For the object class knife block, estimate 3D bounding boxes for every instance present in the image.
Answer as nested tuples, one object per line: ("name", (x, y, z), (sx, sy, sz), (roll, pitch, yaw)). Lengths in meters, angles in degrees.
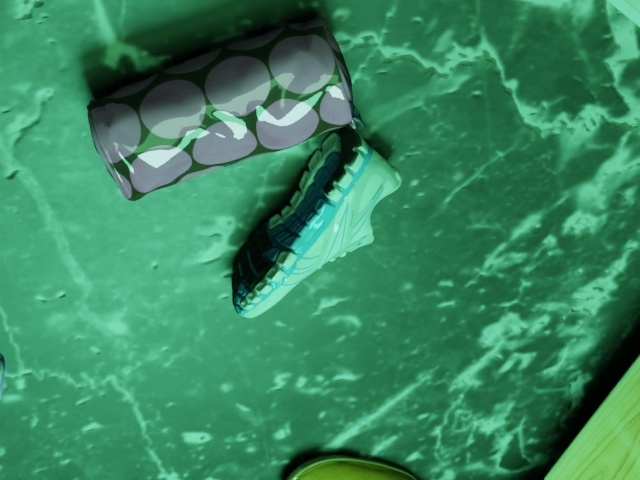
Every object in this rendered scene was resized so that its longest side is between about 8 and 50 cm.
("knife block", (0.270, 0.207, 1.567), (0.242, 0.088, 0.276), (-8, 98, 21))

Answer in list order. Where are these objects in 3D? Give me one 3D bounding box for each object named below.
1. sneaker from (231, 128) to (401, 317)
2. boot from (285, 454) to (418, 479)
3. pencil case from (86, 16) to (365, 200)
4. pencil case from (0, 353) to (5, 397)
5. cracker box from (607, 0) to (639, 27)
("sneaker", (0.000, 0.000, 1.385), (0.083, 0.071, 0.191), (28, 111, -35))
("boot", (0.103, 0.331, 1.533), (0.295, 0.211, 0.104), (32, 108, -29))
("pencil case", (-0.076, -0.099, 1.290), (0.209, 0.095, 0.098), (-18, 140, -2))
("pencil case", (-0.361, 0.097, 1.332), (0.206, 0.088, 0.086), (22, 115, -27))
("cracker box", (0.260, -0.267, 1.287), (0.232, 0.067, 0.156), (33, 109, -29))
